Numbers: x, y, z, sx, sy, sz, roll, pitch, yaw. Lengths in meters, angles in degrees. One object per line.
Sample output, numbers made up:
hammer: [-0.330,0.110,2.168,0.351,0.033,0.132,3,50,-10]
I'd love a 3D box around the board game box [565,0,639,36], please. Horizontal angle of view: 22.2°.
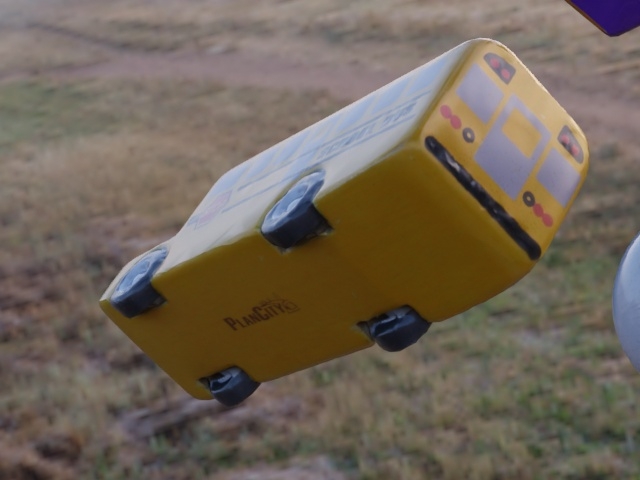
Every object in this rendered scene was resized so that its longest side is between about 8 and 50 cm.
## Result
board game box: [0.144,-0.357,0.540,0.356,0.356,0.356,-24,36,54]

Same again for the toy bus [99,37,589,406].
toy bus: [0.000,0.000,0.995,0.332,0.108,0.130,-24,28,51]

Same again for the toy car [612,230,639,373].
toy car: [0.207,0.018,0.581,0.159,0.182,0.136,-10,43,43]
